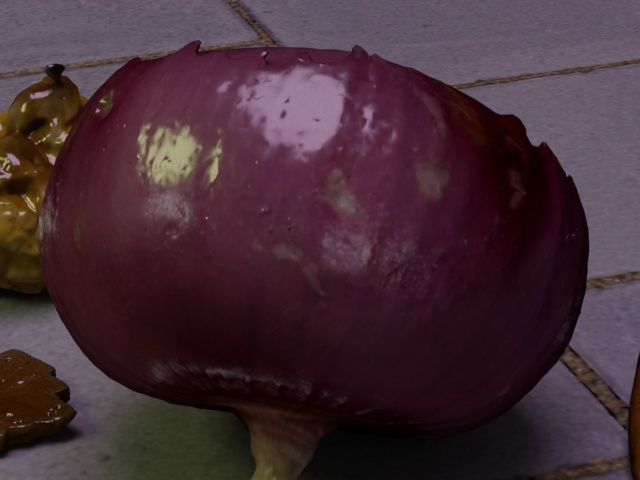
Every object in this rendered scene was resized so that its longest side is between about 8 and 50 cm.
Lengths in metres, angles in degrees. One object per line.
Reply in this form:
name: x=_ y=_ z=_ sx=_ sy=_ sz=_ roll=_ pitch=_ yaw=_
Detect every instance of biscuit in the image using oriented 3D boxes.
biscuit: x=-0.231 y=0.117 z=1.220 sx=0.119 sy=0.019 sz=0.130 roll=-2 pitch=25 yaw=3

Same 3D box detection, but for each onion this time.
onion: x=-0.009 y=0.028 z=1.105 sx=0.358 sy=0.345 sz=0.358 roll=12 pitch=14 yaw=-3

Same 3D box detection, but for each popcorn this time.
popcorn: x=-0.241 y=-0.036 z=1.426 sx=0.140 sy=0.163 sz=0.194 roll=-9 pitch=50 yaw=34

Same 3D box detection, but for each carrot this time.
carrot: x=0.230 y=0.120 z=1.158 sx=0.037 sy=0.037 sz=0.190 roll=5 pitch=29 yaw=15
